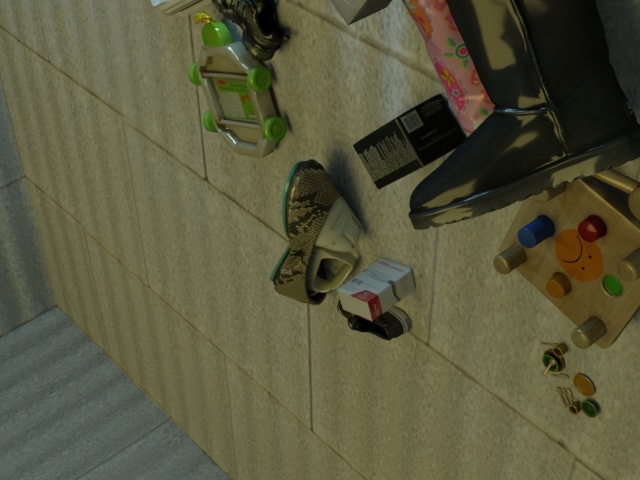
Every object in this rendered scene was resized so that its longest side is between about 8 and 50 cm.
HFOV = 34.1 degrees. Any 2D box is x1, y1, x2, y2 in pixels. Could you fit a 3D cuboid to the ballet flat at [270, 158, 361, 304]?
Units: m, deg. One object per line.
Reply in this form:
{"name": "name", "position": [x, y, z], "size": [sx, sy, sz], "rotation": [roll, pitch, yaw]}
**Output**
{"name": "ballet flat", "position": [0.000, 0.000, 2.313], "size": [0.182, 0.164, 0.483], "rotation": [28, 149, 9]}

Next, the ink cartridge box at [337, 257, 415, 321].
{"name": "ink cartridge box", "position": [0.120, 0.103, 2.211], "size": [0.099, 0.135, 0.056], "rotation": [21, 136, 48]}

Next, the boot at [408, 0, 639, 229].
{"name": "boot", "position": [0.222, -0.275, 1.492], "size": [0.367, 0.146, 0.445], "rotation": [-21, 95, 23]}

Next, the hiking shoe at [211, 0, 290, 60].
{"name": "hiking shoe", "position": [-0.143, -0.489, 2.150], "size": [0.114, 0.086, 0.227], "rotation": [-32, 95, 47]}

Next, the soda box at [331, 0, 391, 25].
{"name": "soda box", "position": [0.107, -0.469, 1.681], "size": [0.091, 0.098, 0.286], "rotation": [57, 151, 5]}

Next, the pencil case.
{"name": "pencil case", "position": [0.228, -0.311, 1.661], "size": [0.124, 0.124, 0.284], "rotation": [8, 135, 54]}

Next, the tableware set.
{"name": "tableware set", "position": [0.463, 0.262, 1.950], "size": [0.104, 0.024, 0.154], "rotation": [0, 116, 56]}

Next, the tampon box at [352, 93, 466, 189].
{"name": "tampon box", "position": [0.162, -0.180, 1.910], "size": [0.101, 0.120, 0.161], "rotation": [60, 150, -3]}

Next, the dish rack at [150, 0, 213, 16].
{"name": "dish rack", "position": [-0.350, -0.661, 2.303], "size": [0.285, 0.072, 0.333], "rotation": [-3, 113, 58]}

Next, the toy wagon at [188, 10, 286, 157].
{"name": "toy wagon", "position": [-0.196, -0.353, 2.346], "size": [0.267, 0.068, 0.344], "rotation": [15, 128, 50]}

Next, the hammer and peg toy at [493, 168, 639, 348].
{"name": "hammer and peg toy", "position": [0.430, -0.020, 1.648], "size": [0.266, 0.127, 0.361], "rotation": [45, 144, 23]}

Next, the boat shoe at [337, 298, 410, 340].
{"name": "boat shoe", "position": [0.103, 0.178, 2.360], "size": [0.228, 0.076, 0.080], "rotation": [21, 133, 47]}
